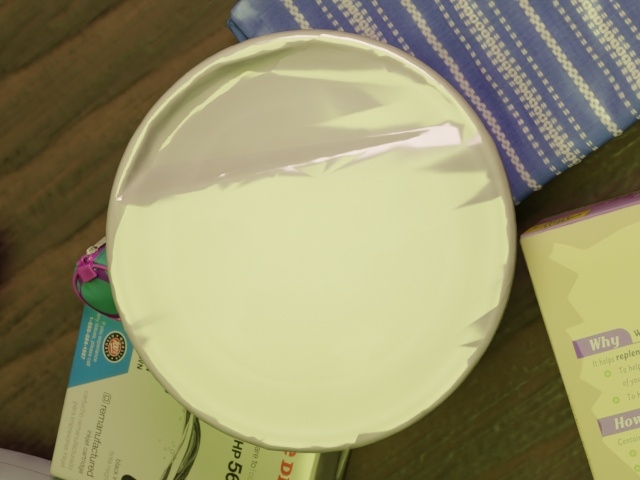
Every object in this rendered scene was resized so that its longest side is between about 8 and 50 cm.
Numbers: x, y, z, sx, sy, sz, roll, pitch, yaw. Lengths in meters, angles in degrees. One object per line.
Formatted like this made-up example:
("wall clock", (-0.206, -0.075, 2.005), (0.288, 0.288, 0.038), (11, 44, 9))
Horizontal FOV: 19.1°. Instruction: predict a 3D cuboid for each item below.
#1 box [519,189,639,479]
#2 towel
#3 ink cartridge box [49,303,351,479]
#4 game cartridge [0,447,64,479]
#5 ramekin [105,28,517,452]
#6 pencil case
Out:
("box", (0.278, 0.075, 1.274), (0.213, 0.117, 0.243), (-17, 93, 19))
("towel", (0.112, -0.156, 1.295), (0.336, 0.040, 0.243), (-36, 89, 31))
("ink cartridge box", (-0.081, 0.129, 1.408), (0.203, 0.086, 0.148), (16, 102, 16))
("game cartridge", (-0.252, 0.257, 1.476), (0.294, 0.060, 0.196), (10, 117, 15))
("ramekin", (0.000, 0.000, 1.271), (0.272, 0.127, 0.273), (0, 90, 8))
("pencil case", (-0.119, -0.017, 1.372), (0.064, 0.152, 0.070), (-4, 139, 42))
